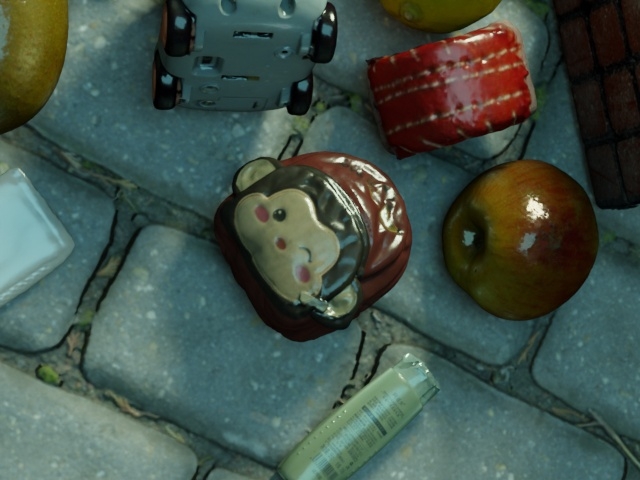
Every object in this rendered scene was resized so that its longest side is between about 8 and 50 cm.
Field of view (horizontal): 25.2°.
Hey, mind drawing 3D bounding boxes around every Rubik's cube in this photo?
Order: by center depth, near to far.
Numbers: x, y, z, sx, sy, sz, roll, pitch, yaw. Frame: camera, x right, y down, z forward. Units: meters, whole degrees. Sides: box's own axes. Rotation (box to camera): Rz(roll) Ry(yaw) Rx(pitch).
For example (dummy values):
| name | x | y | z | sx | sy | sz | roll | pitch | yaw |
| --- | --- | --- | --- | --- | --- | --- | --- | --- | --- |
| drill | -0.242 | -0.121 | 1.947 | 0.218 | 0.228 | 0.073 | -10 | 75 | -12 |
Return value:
| name | x | y | z | sx | sy | sz | roll | pitch | yaw |
| --- | --- | --- | --- | --- | --- | --- | --- | --- | --- |
| Rubik's cube | 0.509 | -0.239 | 1.697 | 0.337 | 0.344 | 0.344 | -12 | 92 | -18 |

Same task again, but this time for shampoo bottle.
| name | x | y | z | sx | sy | sz | roll | pitch | yaw |
| --- | --- | --- | --- | --- | --- | --- | --- | --- | --- |
| shampoo bottle | 0.047 | 0.222 | 1.687 | 0.212 | 0.049 | 0.072 | -38 | 94 | -14 |

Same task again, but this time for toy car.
| name | x | y | z | sx | sy | sz | roll | pitch | yaw |
| --- | --- | --- | --- | --- | --- | --- | --- | --- | --- |
| toy car | -0.091 | -0.265 | 1.576 | 0.180 | 0.270 | 0.212 | 1 | 68 | -12 |

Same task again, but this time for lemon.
| name | x | y | z | sx | sy | sz | roll | pitch | yaw |
| --- | --- | --- | --- | --- | --- | --- | --- | --- | --- |
| lemon | 0.142 | -0.334 | 1.673 | 0.178 | 0.178 | 0.203 | 35 | 62 | -12 |

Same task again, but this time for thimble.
| name | x | y | z | sx | sy | sz | roll | pitch | yaw |
| --- | --- | --- | --- | --- | --- | --- | --- | --- | --- |
| thimble | 0.157 | -0.179 | 1.680 | 0.189 | 0.163 | 0.125 | -18 | 95 | -10 |

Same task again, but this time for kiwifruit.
| name | x | y | z | sx | sy | sz | roll | pitch | yaw |
| --- | --- | --- | --- | --- | --- | --- | --- | --- | --- |
| kiwifruit | -0.365 | -0.219 | 1.515 | 0.196 | 0.196 | 0.234 | 9 | 88 | -16 |

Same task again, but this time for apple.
| name | x | y | z | sx | sy | sz | roll | pitch | yaw |
| --- | --- | --- | --- | --- | --- | --- | --- | --- | --- |
| apple | 0.248 | 0.000 | 1.716 | 0.173 | 0.160 | 0.195 | 2 | 93 | -38 |

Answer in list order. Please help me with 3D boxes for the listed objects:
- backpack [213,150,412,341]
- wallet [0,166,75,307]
| name | x | y | z | sx | sy | sz | roll | pitch | yaw |
| --- | --- | --- | --- | --- | --- | --- | --- | --- | --- |
| backpack | 0.000 | -0.001 | 1.644 | 0.229 | 0.139 | 0.229 | 1 | 72 | -4 |
| wallet | -0.373 | 0.014 | 1.582 | 0.183 | 0.032 | 0.124 | -37 | 98 | -13 |
